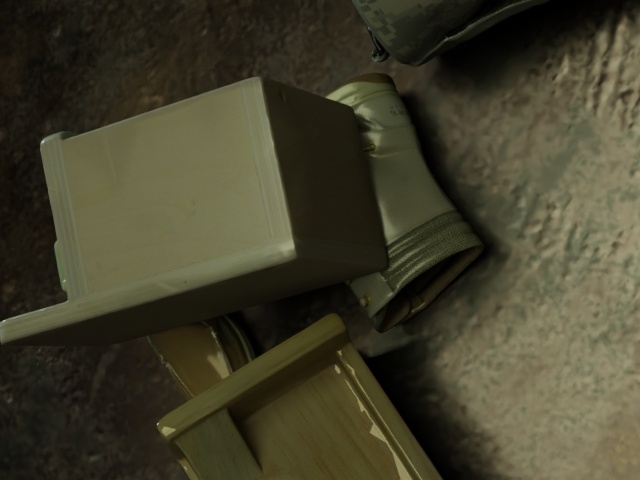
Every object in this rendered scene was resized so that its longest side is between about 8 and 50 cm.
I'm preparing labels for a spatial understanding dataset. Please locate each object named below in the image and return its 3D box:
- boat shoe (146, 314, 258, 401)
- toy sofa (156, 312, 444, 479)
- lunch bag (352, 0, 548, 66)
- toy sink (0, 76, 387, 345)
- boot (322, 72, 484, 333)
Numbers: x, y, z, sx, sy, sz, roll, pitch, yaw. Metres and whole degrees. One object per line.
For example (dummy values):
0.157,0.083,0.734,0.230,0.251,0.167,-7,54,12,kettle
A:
-0.110,0.064,1.287,0.068,0.072,0.190,-40,67,16,boat shoe
0.048,0.246,1.157,0.150,0.177,0.362,-32,67,-7,toy sofa
0.122,-0.282,1.146,0.305,0.212,0.256,-23,92,23,lunch bag
-0.098,-0.017,1.164,0.234,0.153,0.131,-17,80,24,toy sink
0.000,0.000,1.242,0.213,0.077,0.165,-35,71,18,boot
